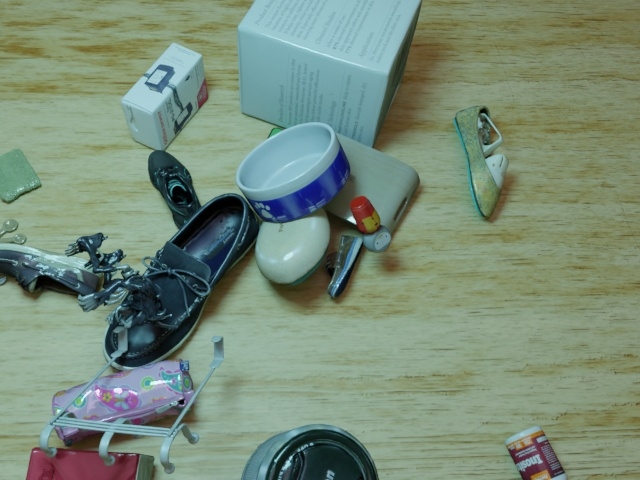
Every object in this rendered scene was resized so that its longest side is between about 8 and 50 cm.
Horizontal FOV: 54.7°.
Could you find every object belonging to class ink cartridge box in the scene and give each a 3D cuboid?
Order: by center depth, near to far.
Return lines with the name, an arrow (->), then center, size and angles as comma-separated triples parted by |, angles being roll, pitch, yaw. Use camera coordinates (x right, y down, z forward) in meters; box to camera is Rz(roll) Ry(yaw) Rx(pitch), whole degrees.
ink cartridge box -> -0.414, -0.383, 1.672 | 0.100, 0.172, 0.237 | 26, 62, 10

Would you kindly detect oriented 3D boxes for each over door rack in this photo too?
over door rack -> -0.336, 0.303, 1.180 | 0.240, 0.108, 0.324 | 4, 28, 7

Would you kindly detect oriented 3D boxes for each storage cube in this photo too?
storage cube -> -0.431, 0.489, 1.160 | 0.193, 0.215, 0.183 | 4, 68, -3

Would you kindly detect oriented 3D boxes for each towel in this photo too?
towel -> -0.804, -0.172, 1.612 | 0.110, 0.027, 0.148 | -34, 67, -21

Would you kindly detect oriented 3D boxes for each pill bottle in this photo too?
pill bottle -> 0.459, 0.475, 1.295 | 0.086, 0.086, 0.152 | -18, 63, -13

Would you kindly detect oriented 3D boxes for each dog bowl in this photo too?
dog bowl -> -0.066, -0.167, 1.497 | 0.265, 0.104, 0.264 | -19, 36, 15

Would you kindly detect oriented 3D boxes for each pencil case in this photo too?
pencil case -> -0.405, 0.337, 1.298 | 0.284, 0.124, 0.124 | -13, 62, -10

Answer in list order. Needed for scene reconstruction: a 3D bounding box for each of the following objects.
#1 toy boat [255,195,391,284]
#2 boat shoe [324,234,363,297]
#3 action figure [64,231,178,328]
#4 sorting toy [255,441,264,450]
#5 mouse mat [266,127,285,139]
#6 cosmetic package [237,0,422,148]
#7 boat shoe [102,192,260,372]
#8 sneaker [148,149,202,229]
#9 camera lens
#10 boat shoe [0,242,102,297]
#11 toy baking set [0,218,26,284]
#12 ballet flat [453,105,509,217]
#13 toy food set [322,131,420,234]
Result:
toy boat -> 0.000, 0.000, 1.463 | 0.319, 0.148, 0.267 | -16, 38, 19
boat shoe -> 0.046, 0.062, 1.520 | 0.066, 0.066, 0.183 | 19, 51, 12
action figure -> -0.416, 0.111, 1.284 | 0.141, 0.164, 0.276 | -41, 60, -14
sorting toy -> -0.112, 0.470, 1.287 | 0.061, 0.042, 0.101 | -12, 62, -10
mouse mat -> -0.071, -0.231, 1.704 | 0.190, 0.007, 0.152 | 20, 62, 6
cosmetic package -> 0.022, -0.500, 1.679 | 0.394, 0.327, 0.329 | 20, 61, 7
boat shoe -> -0.320, 0.081, 1.429 | 0.187, 0.156, 0.500 | 33, 66, 13
sneaker -> -0.368, -0.146, 1.582 | 0.101, 0.106, 0.267 | -27, 65, -16
camera lens -> -0.029, 0.460, 1.142 | 0.220, 0.274, 0.219 | 6, 68, -15
boat shoe -> -0.657, 0.076, 1.434 | 0.286, 0.103, 0.092 | 11, 60, -10
toy baking set -> -0.833, 0.028, 1.495 | 0.197, 0.030, 0.256 | 9, 61, 2
ballet flat -> 0.442, -0.226, 1.662 | 0.123, 0.123, 0.348 | -2, 58, -5
toy food set -> 0.080, -0.139, 1.625 | 0.306, 0.092, 0.219 | 26, 69, 14
